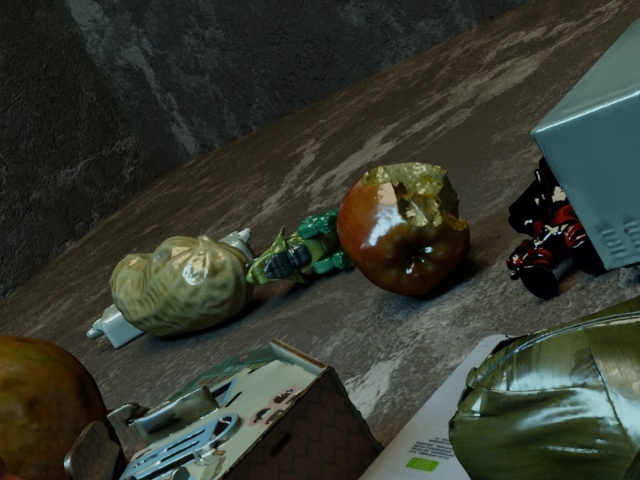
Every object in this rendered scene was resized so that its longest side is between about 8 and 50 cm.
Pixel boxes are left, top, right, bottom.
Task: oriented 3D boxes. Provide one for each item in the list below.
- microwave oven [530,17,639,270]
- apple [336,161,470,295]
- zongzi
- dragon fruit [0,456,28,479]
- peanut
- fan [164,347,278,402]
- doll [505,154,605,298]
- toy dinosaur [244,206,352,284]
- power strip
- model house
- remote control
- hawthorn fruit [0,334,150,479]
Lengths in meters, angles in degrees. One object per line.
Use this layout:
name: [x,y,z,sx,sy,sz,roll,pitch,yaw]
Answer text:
microwave oven: [0.382,-0.123,1.144,0.237,0.181,0.295,-21,16,43]
apple: [0.098,-0.009,1.421,0.147,0.156,0.158,-42,18,29]
zongzi: [0.187,0.143,0.740,0.250,0.125,0.274,-23,21,25]
dragon fruit: [-0.235,0.273,0.732,0.305,0.226,0.305,-21,49,26]
peanut: [-0.226,0.070,1.838,0.325,0.153,0.140,-4,24,49]
fan: [-0.134,0.206,1.446,0.223,0.012,0.294,-24,15,22]
doll: [0.260,-0.025,1.291,0.127,0.088,0.249,-8,27,8]
toy dinosaur: [0.000,0.000,1.759,0.153,0.094,0.259,-17,10,34]
power strip: [-0.253,0.088,2.036,0.338,0.058,0.098,-30,14,1]
model house: [-0.071,0.199,0.995,0.244,0.169,0.326,-25,14,17]
remote control: [0.119,0.160,0.972,0.103,0.034,0.250,1,31,42]
hawthorn fruit: [-0.333,0.224,1.297,0.298,0.277,0.277,-15,11,-10]
